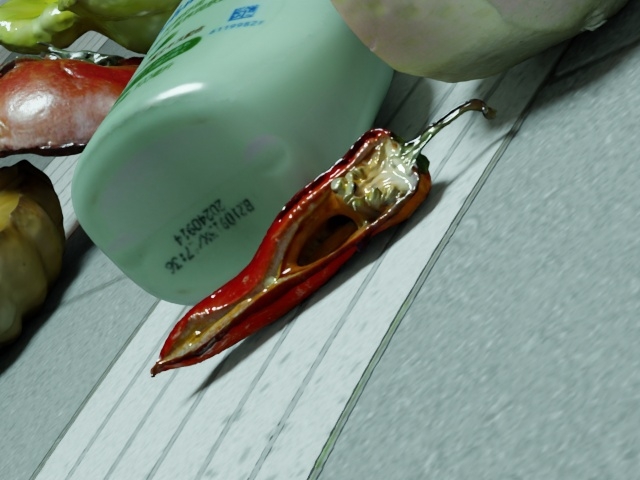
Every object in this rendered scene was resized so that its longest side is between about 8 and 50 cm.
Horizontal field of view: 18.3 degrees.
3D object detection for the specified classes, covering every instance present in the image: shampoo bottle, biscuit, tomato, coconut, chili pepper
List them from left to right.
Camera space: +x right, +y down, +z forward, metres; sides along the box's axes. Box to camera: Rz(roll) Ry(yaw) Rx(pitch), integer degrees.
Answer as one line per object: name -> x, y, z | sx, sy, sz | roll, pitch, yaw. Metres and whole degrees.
biscuit -> -0.342, 0.071, 1.759 | 0.326, 0.107, 0.326 | -41, 19, 17
tomato -> -0.217, -0.126, 1.761 | 0.228, 0.101, 0.228 | -2, 2, 0
shampoo bottle -> -0.037, -0.115, 1.369 | 0.222, 0.151, 0.349 | -37, 16, 33
chili pepper -> 0.000, 0.000, 1.178 | 0.268, 0.059, 0.050 | -42, -23, 19
coconut -> 0.093, -0.201, 1.177 | 0.237, 0.197, 0.237 | -37, 7, 5

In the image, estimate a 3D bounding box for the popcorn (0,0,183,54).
popcorn -> -0.170, -0.288, 1.839 | 0.326, 0.290, 0.321 | -51, 53, 13
